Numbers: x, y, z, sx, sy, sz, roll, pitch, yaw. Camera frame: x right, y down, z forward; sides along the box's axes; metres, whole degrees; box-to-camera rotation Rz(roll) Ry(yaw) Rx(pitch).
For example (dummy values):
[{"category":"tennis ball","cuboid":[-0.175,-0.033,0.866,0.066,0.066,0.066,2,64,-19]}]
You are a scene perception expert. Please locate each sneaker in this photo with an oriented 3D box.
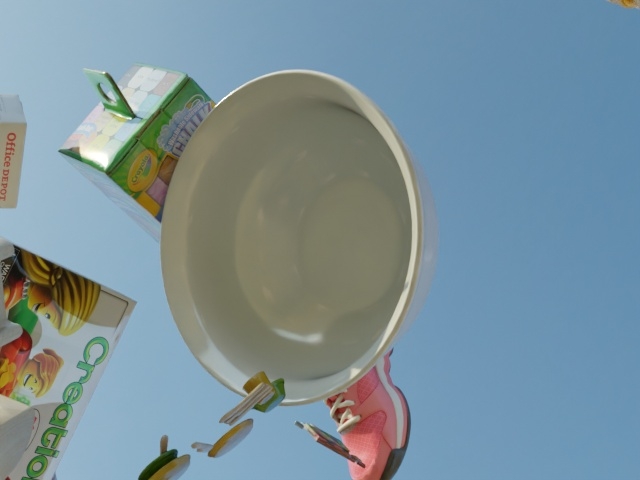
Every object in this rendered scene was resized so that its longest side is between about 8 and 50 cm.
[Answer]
[{"category":"sneaker","cuboid":[0.031,0.191,1.322,0.136,0.314,0.116,12,-34,-27]}]

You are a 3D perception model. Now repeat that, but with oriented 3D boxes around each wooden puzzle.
[{"category":"wooden puzzle","cuboid":[0.009,0.200,0.956,0.083,0.049,0.006,34,-92,-22]}]

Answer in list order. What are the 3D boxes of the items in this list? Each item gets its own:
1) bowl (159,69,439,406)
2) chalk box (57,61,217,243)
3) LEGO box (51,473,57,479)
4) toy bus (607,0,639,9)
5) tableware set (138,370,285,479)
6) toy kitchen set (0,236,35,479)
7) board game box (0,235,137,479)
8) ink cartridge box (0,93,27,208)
[{"category":"bowl","cuboid":[0.000,0.000,0.894,0.297,0.134,0.298,-4,-96,37]},{"category":"chalk box","cuboid":[-0.168,-0.092,0.990,0.213,0.132,0.132,45,-13,-35]},{"category":"LEGO box","cuboid":[-0.401,0.499,0.985,0.193,0.500,0.373,-1,-62,-1]},{"category":"toy bus","cuboid":[0.295,-0.238,0.731,0.220,0.149,0.211,-37,-40,7]},{"category":"tableware set","cuboid":[-0.094,0.161,0.775,0.154,0.104,0.024,-42,-108,-1]},{"category":"toy kitchen set","cuboid":[-0.291,0.090,0.561,0.122,0.207,0.166,13,-66,28]},{"category":"board game box","cuboid":[-0.296,0.152,0.802,0.053,0.193,0.305,19,-99,37]},{"category":"ink cartridge box","cuboid":[-0.385,-0.093,0.987,0.150,0.063,0.109,-1,-54,-28]}]
